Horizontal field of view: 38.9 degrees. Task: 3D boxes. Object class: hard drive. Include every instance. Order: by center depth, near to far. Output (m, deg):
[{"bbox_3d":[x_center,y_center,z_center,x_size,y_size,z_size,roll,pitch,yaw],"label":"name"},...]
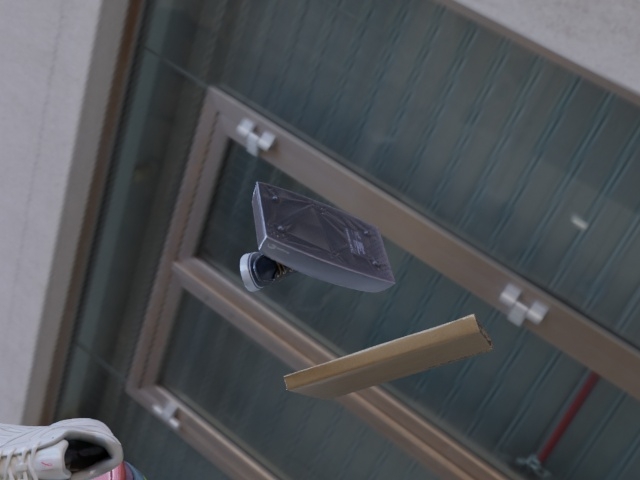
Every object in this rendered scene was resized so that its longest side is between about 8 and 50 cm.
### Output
[{"bbox_3d":[0.000,0.000,1.558,0.255,0.172,0.054,20,-57,-26],"label":"hard drive"}]

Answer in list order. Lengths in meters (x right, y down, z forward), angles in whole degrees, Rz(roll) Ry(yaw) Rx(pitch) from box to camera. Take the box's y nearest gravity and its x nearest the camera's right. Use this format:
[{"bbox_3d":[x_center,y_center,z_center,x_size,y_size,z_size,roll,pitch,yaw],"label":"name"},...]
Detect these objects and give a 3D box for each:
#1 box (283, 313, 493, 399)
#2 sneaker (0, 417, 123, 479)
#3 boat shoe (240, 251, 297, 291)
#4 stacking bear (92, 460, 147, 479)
[{"bbox_3d":[0.078,0.127,0.958,0.201,0.021,0.164,-18,-17,11],"label":"box"},{"bbox_3d":[-0.335,0.249,1.034,0.232,0.090,0.115,-8,-4,-31],"label":"sneaker"},{"bbox_3d":[-0.076,0.039,1.574,0.083,0.065,0.183,-16,4,16],"label":"boat shoe"},{"bbox_3d":[-0.337,0.476,1.524,0.175,0.164,0.289,-22,-54,9],"label":"stacking bear"}]
